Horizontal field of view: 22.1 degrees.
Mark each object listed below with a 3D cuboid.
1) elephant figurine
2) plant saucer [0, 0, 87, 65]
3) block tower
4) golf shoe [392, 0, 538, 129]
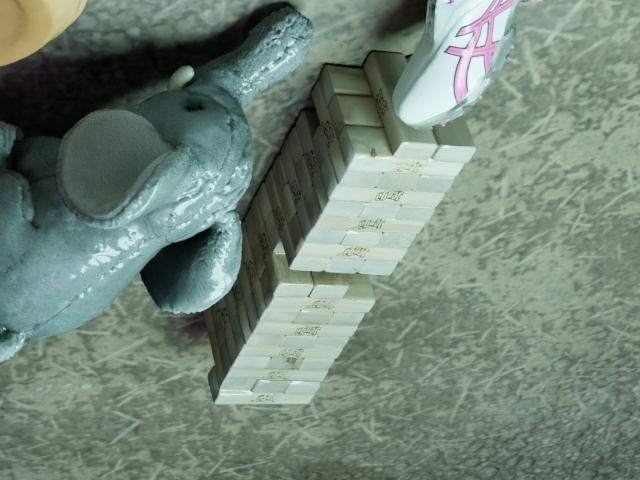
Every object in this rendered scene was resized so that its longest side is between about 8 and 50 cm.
[{"bbox_3d":[-0.118,-0.035,1.080,0.239,0.186,0.169,-14,-177,21],"label":"elephant figurine"},{"bbox_3d":[-0.235,-0.146,0.959,0.200,0.037,0.200,-2,161,-1],"label":"plant saucer"},{"bbox_3d":[0.000,0.000,1.261,0.091,0.097,0.335,3,140,-24],"label":"block tower"},{"bbox_3d":[0.096,-0.159,1.081,0.086,0.067,0.186,24,113,-29],"label":"golf shoe"}]
